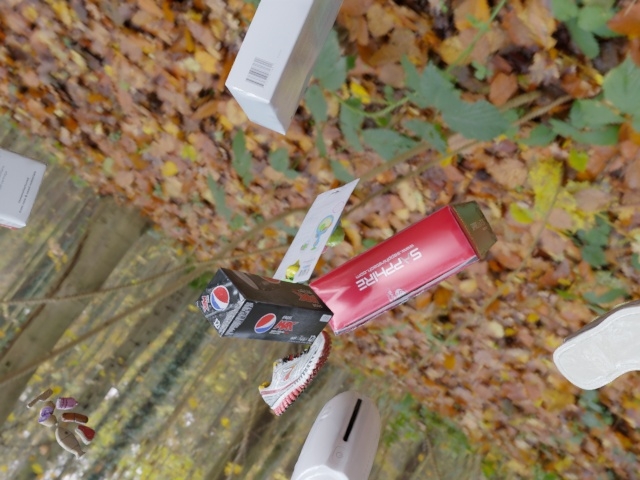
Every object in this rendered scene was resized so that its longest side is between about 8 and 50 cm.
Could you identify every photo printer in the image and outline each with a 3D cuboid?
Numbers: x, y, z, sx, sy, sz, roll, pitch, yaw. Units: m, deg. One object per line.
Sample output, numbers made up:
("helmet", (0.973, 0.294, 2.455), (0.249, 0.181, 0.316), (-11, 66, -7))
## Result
("photo printer", (0.002, 0.400, 1.145), (0.107, 0.307, 0.256), (22, -162, 7))

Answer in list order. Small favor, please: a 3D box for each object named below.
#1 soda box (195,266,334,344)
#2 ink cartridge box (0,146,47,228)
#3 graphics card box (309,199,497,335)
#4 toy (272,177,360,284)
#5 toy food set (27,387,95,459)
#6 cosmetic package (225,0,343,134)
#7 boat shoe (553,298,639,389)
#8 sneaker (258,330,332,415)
("soda box", (-0.061, 0.079, 0.846), (0.060, 0.053, 0.169), (46, -163, 33))
("ink cartridge box", (-0.396, -0.074, 0.776), (0.175, 0.072, 0.127), (21, 170, -25))
("graphics card box", (0.149, 0.031, 1.152), (0.094, 0.233, 0.371), (61, -162, 6))
("toy", (0.000, 0.000, 1.362), (0.056, 0.237, 0.137), (44, 147, -21))
("toy food set", (-0.411, 0.290, 1.184), (0.122, 0.019, 0.078), (41, -153, 3))
("cosmetic package", (-0.047, -0.417, 1.412), (0.097, 0.377, 0.284), (23, 178, 6))
("boat shoe", (0.481, 0.140, 1.091), (0.116, 0.097, 0.324), (52, 153, 8))
("sneaker", (-0.058, 0.284, 1.618), (0.093, 0.225, 0.088), (41, -165, 11))
